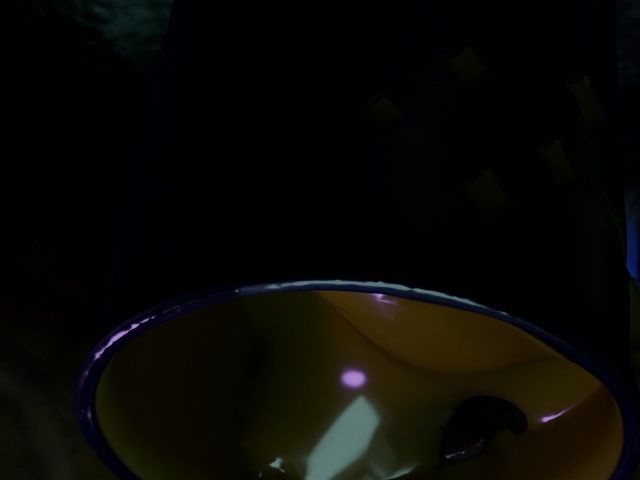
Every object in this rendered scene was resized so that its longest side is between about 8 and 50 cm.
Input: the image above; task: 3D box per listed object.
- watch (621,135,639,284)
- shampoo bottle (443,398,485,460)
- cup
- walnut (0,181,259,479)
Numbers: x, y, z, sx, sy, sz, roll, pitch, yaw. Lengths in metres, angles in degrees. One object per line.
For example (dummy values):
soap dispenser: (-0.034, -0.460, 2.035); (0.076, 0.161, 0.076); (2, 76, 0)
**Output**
watch: (0.240, 0.089, 0.742); (0.305, 0.241, 0.274); (23, 137, 29)
shampoo bottle: (0.067, 0.129, 1.005); (0.068, 0.067, 0.236); (-11, 144, 5)
cup: (0.032, -0.014, 0.618); (0.178, 0.256, 0.255); (-3, 142, 14)
walnut: (-0.201, 0.106, 0.776); (0.344, 0.306, 0.306); (33, 155, 26)
